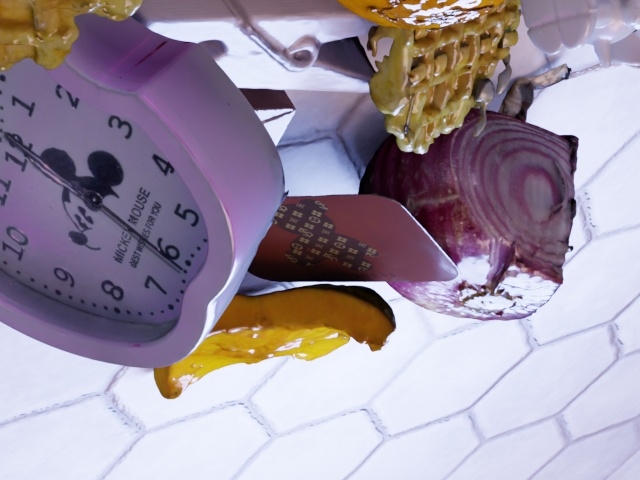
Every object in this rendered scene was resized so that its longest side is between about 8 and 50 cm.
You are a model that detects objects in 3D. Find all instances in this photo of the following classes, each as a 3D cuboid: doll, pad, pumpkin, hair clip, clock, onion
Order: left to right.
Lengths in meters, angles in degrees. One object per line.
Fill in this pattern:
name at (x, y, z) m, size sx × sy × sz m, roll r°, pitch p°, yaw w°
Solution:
clock at (-0.200, -0.052, 1.436) m, size 0.102 × 0.338 × 0.338 m, roll -52°, pitch 172°, yaw -47°
hair clip at (-0.059, -0.192, 1.532) m, size 0.331 × 0.085 × 0.101 m, roll -4°, pitch 146°, yaw -41°
pumpkin at (-0.061, 0.106, 1.888) m, size 0.290 × 0.095 × 0.258 m, roll -6°, pitch 167°, yaw 2°
pad at (0.000, 0.000, 1.756) m, size 0.267 × 0.004 × 0.181 m, roll -2°, pitch 150°, yaw 33°
onion at (0.152, -0.032, 1.850) m, size 0.230 × 0.272 × 0.256 m, roll 9°, pitch 131°, yaw -13°
doll at (0.301, -0.240, 1.706) m, size 0.271 × 0.144 × 0.208 m, roll -9°, pitch -178°, yaw -25°

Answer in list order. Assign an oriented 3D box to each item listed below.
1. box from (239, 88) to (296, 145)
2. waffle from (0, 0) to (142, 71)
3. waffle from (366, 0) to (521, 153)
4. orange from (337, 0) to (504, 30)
box at (-0.159, -0.081, 1.605) m, size 0.215 × 0.086 × 0.215 m, roll -5°, pitch 140°, yaw -38°
waffle at (-0.261, -0.237, 1.180) m, size 0.307 × 0.060 × 0.312 m, roll 31°, pitch 137°, yaw -22°
waffle at (0.128, -0.225, 1.589) m, size 0.280 × 0.060 × 0.262 m, roll -57°, pitch 148°, yaw -15°
orange at (0.082, -0.293, 1.355) m, size 0.246 × 0.246 × 0.246 m, roll -23°, pitch 149°, yaw -15°
